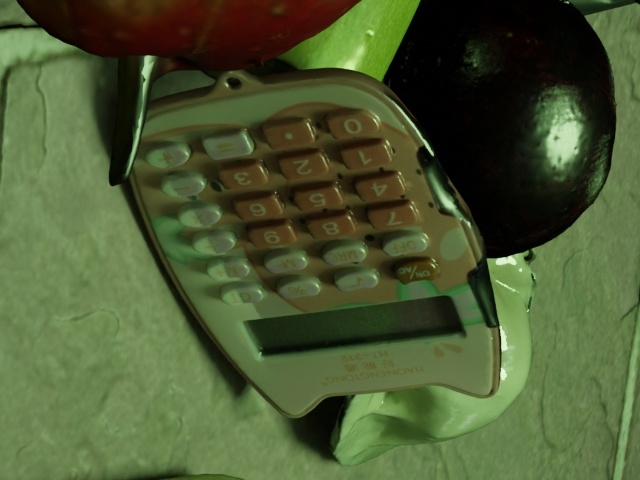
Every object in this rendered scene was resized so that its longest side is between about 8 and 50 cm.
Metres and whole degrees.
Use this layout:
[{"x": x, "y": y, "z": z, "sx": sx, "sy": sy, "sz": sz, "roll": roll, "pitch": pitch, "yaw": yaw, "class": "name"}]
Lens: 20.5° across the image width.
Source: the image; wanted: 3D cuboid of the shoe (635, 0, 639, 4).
[{"x": 0.236, "y": -0.325, "z": 1.127, "sx": 0.171, "sy": 0.237, "sz": 0.384, "roll": -34, "pitch": 134, "yaw": -48, "class": "shoe"}]

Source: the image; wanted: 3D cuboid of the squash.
[{"x": 0.014, "y": -0.208, "z": 1.186, "sx": 0.132, "sy": 0.132, "sz": 0.247, "roll": 37, "pitch": 73, "yaw": -54, "class": "squash"}]

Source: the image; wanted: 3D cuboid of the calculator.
[{"x": 0.000, "y": 0.000, "z": 1.195, "sx": 0.329, "sy": 0.220, "sz": 0.048, "roll": 64, "pitch": 27, "yaw": -43, "class": "calculator"}]

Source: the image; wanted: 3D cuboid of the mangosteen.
[{"x": 0.089, "y": -0.091, "z": 1.286, "sx": 0.211, "sy": 0.250, "sz": 0.211, "roll": -179, "pitch": -90, "yaw": -87, "class": "mangosteen"}]

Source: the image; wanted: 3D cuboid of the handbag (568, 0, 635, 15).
[{"x": 0.211, "y": -0.283, "z": 1.330, "sx": 0.088, "sy": 0.275, "sz": 0.244, "roll": -93, "pitch": 170, "yaw": -56, "class": "handbag"}]

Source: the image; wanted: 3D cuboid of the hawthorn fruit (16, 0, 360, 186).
[{"x": -0.063, "y": -0.205, "z": 0.947, "sx": 0.285, "sy": 0.285, "sz": 0.369, "roll": 10, "pitch": 99, "yaw": -55, "class": "hawthorn fruit"}]

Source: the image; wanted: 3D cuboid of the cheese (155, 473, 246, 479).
[{"x": -0.143, "y": 0.291, "z": 1.189, "sx": 0.265, "sy": 0.124, "sz": 0.242, "roll": 1, "pitch": 100, "yaw": -53, "class": "cheese"}]

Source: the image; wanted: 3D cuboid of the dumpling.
[{"x": 0.079, "y": 0.098, "z": 1.396, "sx": 0.172, "sy": 0.142, "sz": 0.247, "roll": -10, "pitch": 136, "yaw": -47, "class": "dumpling"}]
